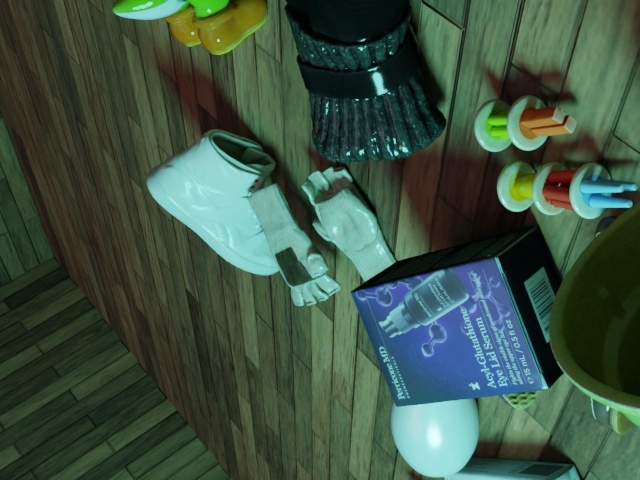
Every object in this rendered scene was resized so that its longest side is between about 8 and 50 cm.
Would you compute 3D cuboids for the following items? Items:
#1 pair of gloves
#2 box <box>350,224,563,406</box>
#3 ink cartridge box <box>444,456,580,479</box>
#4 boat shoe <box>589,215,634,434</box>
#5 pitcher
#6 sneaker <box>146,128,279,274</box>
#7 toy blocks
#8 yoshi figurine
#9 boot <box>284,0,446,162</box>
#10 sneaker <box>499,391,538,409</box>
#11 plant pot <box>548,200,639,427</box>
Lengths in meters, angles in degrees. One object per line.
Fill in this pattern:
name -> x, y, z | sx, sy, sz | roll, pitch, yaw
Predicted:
pair of gloves -> 0.000, 0.000, 1.327 | 0.240, 0.042, 0.204 | -11, 110, 47
box -> 0.161, 0.088, 1.007 | 0.207, 0.108, 0.153 | -19, 97, 42
ink cartridge box -> 0.301, 0.431, 1.269 | 0.239, 0.060, 0.275 | 67, 156, 2
boat shoe -> 0.283, 0.079, 0.855 | 0.073, 0.073, 0.207 | 19, 110, 42
pitcher -> 0.152, 0.216, 1.294 | 0.178, 0.125, 0.207 | -123, 23, -63
sneaker -> -0.117, -0.060, 1.461 | 0.292, 0.169, 0.108 | 37, -146, -35
toy blocks -> 0.223, -0.079, 0.849 | 0.148, 0.054, 0.123 | 10, 129, 59
yoshi figurine -> -0.201, -0.424, 1.129 | 0.362, 0.203, 0.203 | 51, -154, -39
boot -> 0.066, -0.201, 0.899 | 0.348, 0.131, 0.260 | 29, 138, 65
sneaker -> 0.209, 0.121, 1.120 | 0.186, 0.069, 0.084 | 65, 164, -1
plant pot -> 0.343, 0.105, 0.630 | 0.254, 0.276, 0.276 | 54, 159, -20
